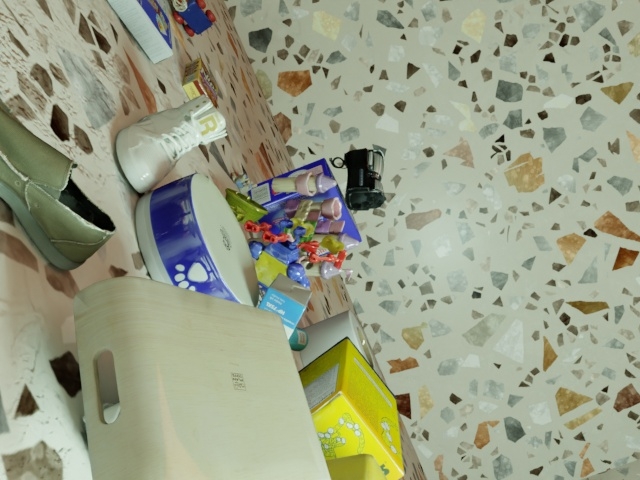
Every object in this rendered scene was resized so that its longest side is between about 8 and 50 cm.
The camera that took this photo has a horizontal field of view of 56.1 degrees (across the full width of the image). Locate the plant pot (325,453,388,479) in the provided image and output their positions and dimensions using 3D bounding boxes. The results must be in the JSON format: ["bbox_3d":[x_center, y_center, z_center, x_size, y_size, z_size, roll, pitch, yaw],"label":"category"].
[{"bbox_3d":[0.015,0.492,0.948,0.187,0.212,0.212,-83,151,-52],"label":"plant pot"}]

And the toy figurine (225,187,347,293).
[{"bbox_3d":[-0.140,0.045,1.439,0.362,0.217,0.191,29,21,20],"label":"toy figurine"}]

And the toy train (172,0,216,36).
[{"bbox_3d":[-0.430,-0.752,1.855,0.143,0.105,0.248,58,5,12],"label":"toy train"}]

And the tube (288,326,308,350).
[{"bbox_3d":[-0.087,0.201,1.292,0.080,0.052,0.207,57,8,26],"label":"tube"}]

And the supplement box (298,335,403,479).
[{"bbox_3d":[0.034,0.376,1.248,0.195,0.194,0.356,52,9,-3],"label":"supplement box"}]

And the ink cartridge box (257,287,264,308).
[{"bbox_3d":[-0.136,0.177,1.346,0.097,0.046,0.207,-92,159,-66],"label":"ink cartridge box"}]

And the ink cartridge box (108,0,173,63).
[{"bbox_3d":[-0.451,-0.613,1.384,0.307,0.072,0.304,56,15,-48],"label":"ink cartridge box"}]

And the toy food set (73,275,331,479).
[{"bbox_3d":[-0.122,0.178,0.669,0.306,0.092,0.220,23,39,-50],"label":"toy food set"}]

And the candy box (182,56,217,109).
[{"bbox_3d":[-0.340,-0.436,1.710,0.187,0.053,0.109,-105,169,-54],"label":"candy box"}]

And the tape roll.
[{"bbox_3d":[0.056,0.345,1.767,0.246,0.169,0.246,-23,90,-83],"label":"tape roll"}]

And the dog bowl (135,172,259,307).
[{"bbox_3d":[-0.209,0.019,1.059,0.265,0.104,0.265,-23,90,-83],"label":"dog bowl"}]

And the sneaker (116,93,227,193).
[{"bbox_3d":[-0.259,-0.194,1.095,0.293,0.169,0.108,-97,165,-60],"label":"sneaker"}]

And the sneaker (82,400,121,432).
[{"bbox_3d":[-0.172,0.235,0.717,0.235,0.094,0.153,-10,79,-83],"label":"sneaker"}]

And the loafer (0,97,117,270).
[{"bbox_3d":[-0.313,-0.083,0.664,0.094,0.087,0.251,-102,168,-56],"label":"loafer"}]

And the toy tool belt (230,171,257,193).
[{"bbox_3d":[-0.224,-0.179,1.769,0.083,0.051,0.052,59,11,-47],"label":"toy tool belt"}]

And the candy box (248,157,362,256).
[{"bbox_3d":[-0.044,-0.081,1.936,0.317,0.268,0.122,60,13,-47],"label":"candy box"}]

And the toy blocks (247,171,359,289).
[{"bbox_3d":[0.000,0.000,1.685,0.309,0.259,0.289,62,37,-46],"label":"toy blocks"}]

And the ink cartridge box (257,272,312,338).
[{"bbox_3d":[-0.106,0.187,1.112,0.078,0.231,0.134,29,9,0],"label":"ink cartridge box"}]

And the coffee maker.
[{"bbox_3d":[0.117,-0.184,1.861,0.120,0.171,0.178,51,34,-42],"label":"coffee maker"}]
